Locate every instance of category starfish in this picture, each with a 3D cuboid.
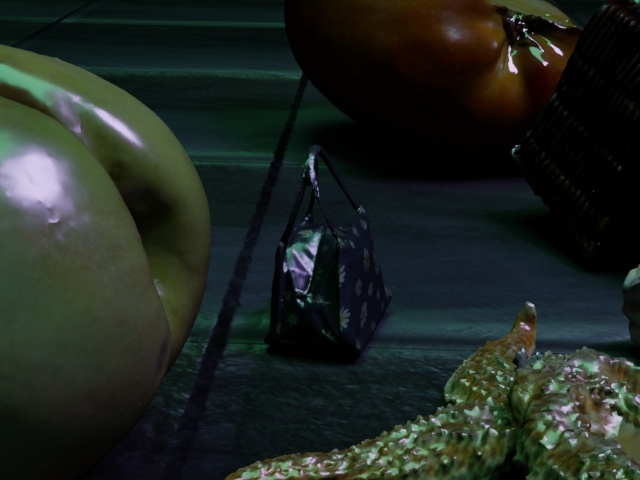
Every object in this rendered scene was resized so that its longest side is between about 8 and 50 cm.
[{"bbox_3d":[0.137,0.112,0.630,0.293,0.084,0.301,16,20,41],"label":"starfish"}]

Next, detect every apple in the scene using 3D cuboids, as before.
[{"bbox_3d":[0.144,-0.234,1.364,0.329,0.295,0.365,-30,27,-6],"label":"apple"}]

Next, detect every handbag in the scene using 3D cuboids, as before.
[{"bbox_3d":[0.000,0.000,0.867,0.072,0.139,0.115,-2,18,18],"label":"handbag"}]

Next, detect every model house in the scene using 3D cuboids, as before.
[{"bbox_3d":[0.339,-0.063,1.041,0.282,0.297,0.317,-32,39,-1],"label":"model house"}]

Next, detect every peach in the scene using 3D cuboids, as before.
[{"bbox_3d":[-0.204,0.024,0.644,0.292,0.247,0.292,-20,31,13],"label":"peach"}]

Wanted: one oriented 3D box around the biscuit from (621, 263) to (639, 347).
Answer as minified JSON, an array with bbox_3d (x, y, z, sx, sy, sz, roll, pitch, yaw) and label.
[{"bbox_3d":[0.367,0.090,0.708,0.144,0.078,0.426,-11,21,-28],"label":"biscuit"}]
